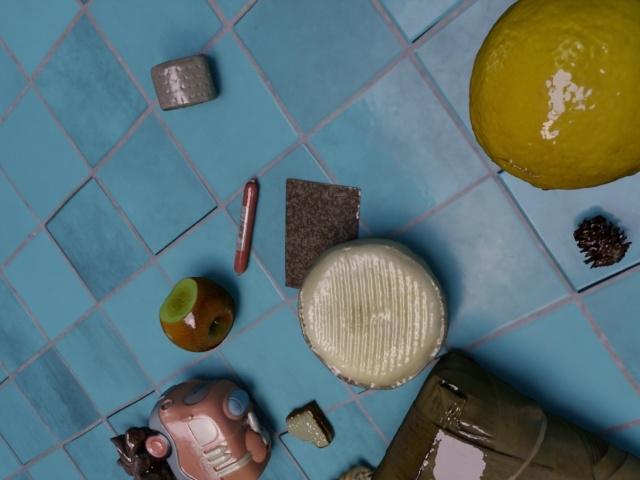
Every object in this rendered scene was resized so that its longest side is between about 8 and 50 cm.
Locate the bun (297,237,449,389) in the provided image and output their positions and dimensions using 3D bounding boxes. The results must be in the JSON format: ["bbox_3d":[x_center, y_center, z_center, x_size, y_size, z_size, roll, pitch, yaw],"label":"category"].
[{"bbox_3d":[0.098,0.124,1.060,0.287,0.146,0.288,3,106,9],"label":"bun"}]

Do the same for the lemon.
[{"bbox_3d":[0.334,-0.202,0.761,0.292,0.293,0.293,8,111,22],"label":"lemon"}]

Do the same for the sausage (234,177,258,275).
[{"bbox_3d":[-0.155,-0.024,1.190,0.029,0.029,0.223,20,115,18],"label":"sausage"}]

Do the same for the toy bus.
[{"bbox_3d":[-0.237,0.447,1.309,0.232,0.194,0.288,-26,95,22],"label":"toy bus"}]

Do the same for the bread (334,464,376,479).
[{"bbox_3d":[0.074,0.565,1.258,0.119,0.084,0.177,47,121,2],"label":"bread"}]

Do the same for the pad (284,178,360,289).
[{"bbox_3d":[0.000,0.000,1.141,0.158,0.003,0.235,10,112,22],"label":"pad"}]

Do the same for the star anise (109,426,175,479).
[{"bbox_3d":[-0.443,0.590,1.501,0.223,0.109,0.236,32,135,38],"label":"star anise"}]

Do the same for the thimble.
[{"bbox_3d":[-0.262,-0.303,1.103,0.115,0.102,0.090,-14,103,-1],"label":"thimble"}]

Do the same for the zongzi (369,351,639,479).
[{"bbox_3d":[0.305,0.519,1.010,0.466,0.218,0.500,30,101,15],"label":"zongzi"}]

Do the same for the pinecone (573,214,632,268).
[{"bbox_3d":[0.437,0.002,0.900,0.077,0.077,0.083,-39,63,30],"label":"pinecone"}]

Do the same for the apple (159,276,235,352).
[{"bbox_3d":[-0.270,0.158,1.233,0.147,0.146,0.163,24,154,28],"label":"apple"}]

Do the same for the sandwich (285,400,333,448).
[{"bbox_3d":[-0.024,0.419,1.281,0.093,0.035,0.105,-36,92,30],"label":"sandwich"}]
